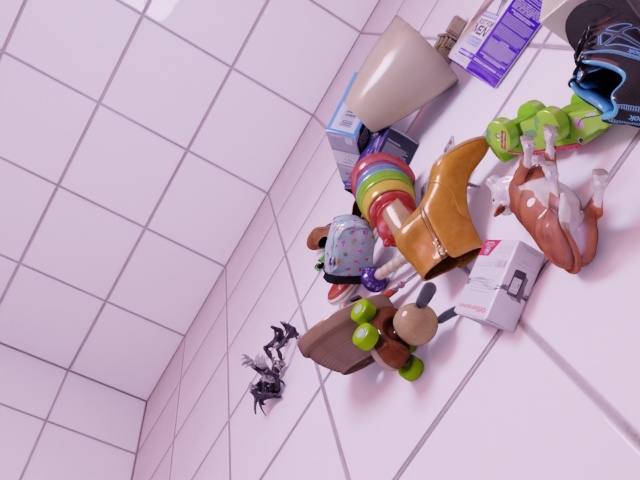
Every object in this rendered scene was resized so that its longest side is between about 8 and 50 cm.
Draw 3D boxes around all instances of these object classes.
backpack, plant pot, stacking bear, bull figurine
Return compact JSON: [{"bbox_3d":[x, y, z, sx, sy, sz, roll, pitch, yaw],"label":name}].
[{"bbox_3d":[0.081,0.024,1.655,0.115,0.152,0.182,-136,48,-63],"label":"backpack"},{"bbox_3d":[0.075,0.227,1.411,0.237,0.237,0.109,-48,62,40],"label":"plant pot"},{"bbox_3d":[0.207,-0.451,1.809,0.274,0.256,0.256,-44,21,13],"label":"plant pot"},{"bbox_3d":[0.178,-0.090,1.607,0.175,0.164,0.289,-34,34,14],"label":"stacking bear"},{"bbox_3d":[0.373,-0.075,1.056,0.310,0.101,0.188,-109,12,-58],"label":"bull figurine"}]

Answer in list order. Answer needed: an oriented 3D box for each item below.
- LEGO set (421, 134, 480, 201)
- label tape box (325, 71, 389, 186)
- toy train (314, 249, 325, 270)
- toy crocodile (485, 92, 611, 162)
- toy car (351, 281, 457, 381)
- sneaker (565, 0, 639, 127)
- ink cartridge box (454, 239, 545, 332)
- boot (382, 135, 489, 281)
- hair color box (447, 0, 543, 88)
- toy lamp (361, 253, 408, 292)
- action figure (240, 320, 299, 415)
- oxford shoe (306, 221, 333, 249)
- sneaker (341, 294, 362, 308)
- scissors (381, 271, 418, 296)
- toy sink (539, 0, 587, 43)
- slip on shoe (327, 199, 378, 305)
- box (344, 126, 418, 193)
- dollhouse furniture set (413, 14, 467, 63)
[{"bbox_3d":[0.304,-0.116,1.511,0.244,0.060,0.182,-82,14,-51],"label":"LEGO set"},{"bbox_3d":[0.142,-0.342,2.082,0.249,0.115,0.347,-65,-24,-22],"label":"label tape box"},{"bbox_3d":[0.006,0.065,2.100,0.083,0.024,0.017,-60,17,9],"label":"toy train"},{"bbox_3d":[0.424,-0.206,1.168,0.115,0.105,0.340,-30,13,-20],"label":"toy crocodile"},{"bbox_3d":[0.180,0.159,1.248,0.188,0.155,0.149,-43,23,24],"label":"toy car"},{"bbox_3d":[0.458,-0.295,0.996,0.340,0.140,0.125,-101,9,-48],"label":"sneaker"},{"bbox_3d":[0.314,0.078,1.109,0.150,0.063,0.109,-65,17,-6],"label":"ink cartridge box"},{"bbox_3d":[0.287,-0.062,1.317,0.295,0.104,0.211,-40,54,10],"label":"boot"},{"bbox_3d":[0.473,-0.565,1.565,0.339,0.110,0.185,-55,17,18],"label":"hair color box"},{"bbox_3d":[0.195,0.046,1.487,0.275,0.080,0.080,-44,24,51],"label":"toy lamp"},{"bbox_3d":[-0.169,0.386,1.926,0.164,0.141,0.275,-17,45,51],"label":"action figure"},{"bbox_3d":[0.000,0.000,2.104,0.076,0.076,0.212,-53,11,-28],"label":"oxford shoe"},{"bbox_3d":[0.087,0.192,1.612,0.065,0.061,0.158,-47,22,24],"label":"sneaker"},{"bbox_3d":[0.171,0.116,1.458,0.109,0.021,0.297,-18,-18,-45],"label":"scissors"},{"bbox_3d":[0.540,-0.463,1.130,0.234,0.153,0.131,-37,30,56],"label":"toy sink"},{"bbox_3d":[0.085,0.028,1.795,0.331,0.101,0.123,-67,19,-11],"label":"slip on shoe"},{"bbox_3d":[0.180,-0.222,1.888,0.207,0.108,0.153,-64,16,-5],"label":"box"},{"bbox_3d":[0.350,-0.631,1.926,0.182,0.161,0.101,-60,17,10],"label":"dollhouse furniture set"}]
